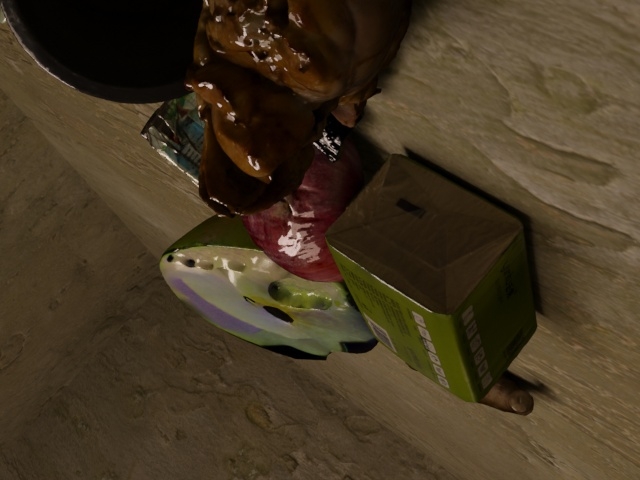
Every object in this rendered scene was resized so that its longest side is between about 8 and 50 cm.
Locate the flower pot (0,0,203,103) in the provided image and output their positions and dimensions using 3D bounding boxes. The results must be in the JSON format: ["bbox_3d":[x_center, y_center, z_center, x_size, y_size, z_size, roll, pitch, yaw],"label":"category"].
[{"bbox_3d":[-0.199,-0.291,1.005,0.269,0.269,0.166,48,-176,-27],"label":"flower pot"}]

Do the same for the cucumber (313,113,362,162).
[{"bbox_3d":[-0.074,-0.215,1.187,0.300,0.072,0.072,40,166,3],"label":"cucumber"}]

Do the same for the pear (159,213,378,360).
[{"bbox_3d":[-0.060,0.046,1.635,0.399,0.165,0.399,17,153,9],"label":"pear"}]

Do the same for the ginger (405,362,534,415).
[{"bbox_3d":[0.261,0.237,1.686,0.333,0.080,0.166,19,170,42],"label":"ginger"}]

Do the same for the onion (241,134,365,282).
[{"bbox_3d":[-0.049,-0.048,1.325,0.283,0.120,0.227,2,101,59],"label":"onion"}]

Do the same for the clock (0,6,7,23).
[{"bbox_3d":[-0.415,-0.348,1.566,0.191,0.062,0.151,36,-150,11],"label":"clock"}]

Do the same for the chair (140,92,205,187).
[{"bbox_3d":[-0.140,-0.142,1.227,0.136,0.147,0.270,39,-167,-16],"label":"chair"}]

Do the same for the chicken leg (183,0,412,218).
[{"bbox_3d":[-0.024,-0.150,0.897,0.182,0.295,0.409,20,176,8],"label":"chicken leg"}]

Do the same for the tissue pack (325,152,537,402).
[{"bbox_3d":[0.150,0.054,1.213,0.200,0.167,0.274,32,162,30],"label":"tissue pack"}]
